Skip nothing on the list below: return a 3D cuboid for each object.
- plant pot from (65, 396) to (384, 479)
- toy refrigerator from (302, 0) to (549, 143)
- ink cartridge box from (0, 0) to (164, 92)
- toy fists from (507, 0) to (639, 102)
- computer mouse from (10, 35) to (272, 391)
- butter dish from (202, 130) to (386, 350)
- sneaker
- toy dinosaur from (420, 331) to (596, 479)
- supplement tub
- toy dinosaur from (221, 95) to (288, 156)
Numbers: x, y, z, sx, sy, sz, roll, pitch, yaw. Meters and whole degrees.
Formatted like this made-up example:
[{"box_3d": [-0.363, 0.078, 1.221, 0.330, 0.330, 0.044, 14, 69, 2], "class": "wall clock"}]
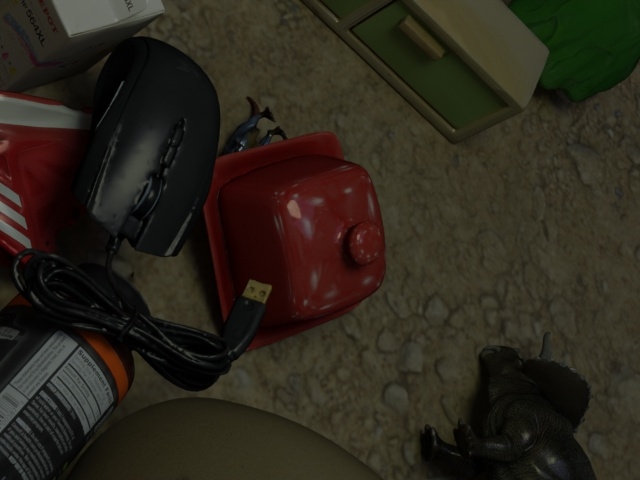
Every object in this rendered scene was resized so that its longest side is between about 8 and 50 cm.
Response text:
[{"box_3d": [-0.076, 0.216, 0.866, 0.284, 0.284, 0.191, 8, 34, -36], "class": "plant pot"}, {"box_3d": [0.078, -0.215, 1.216, 0.269, 0.102, 0.094, 42, 54, -21], "class": "toy refrigerator"}, {"box_3d": [-0.191, -0.179, 0.962, 0.090, 0.143, 0.092, -26, 91, -41], "class": "ink cartridge box"}, {"box_3d": [0.226, -0.276, 1.333, 0.279, 0.142, 0.096, 57, 18, -8], "class": "toy fists"}, {"box_3d": [-0.092, -0.027, 0.925, 0.184, 0.060, 0.262, 36, 48, -24], "class": "computer mouse"}, {"box_3d": [0.000, 0.000, 1.051, 0.159, 0.118, 0.160, -18, 104, -40], "class": "butter dish"}, {"box_3d": [-0.186, -0.036, 0.978, 0.221, 0.087, 0.128, 7, 89, -39], "class": "sneaker"}, {"box_3d": [0.182, 0.217, 1.122, 0.160, 0.121, 0.314, -3, 65, -20], "class": "toy dinosaur"}, {"box_3d": [-0.197, 0.103, 0.885, 0.106, 0.106, 0.198, 49, 50, -14], "class": "supplement tub"}, {"box_3d": [-0.067, -0.072, 1.104, 0.082, 0.090, 0.047, -35, 119, -8], "class": "toy dinosaur"}]
